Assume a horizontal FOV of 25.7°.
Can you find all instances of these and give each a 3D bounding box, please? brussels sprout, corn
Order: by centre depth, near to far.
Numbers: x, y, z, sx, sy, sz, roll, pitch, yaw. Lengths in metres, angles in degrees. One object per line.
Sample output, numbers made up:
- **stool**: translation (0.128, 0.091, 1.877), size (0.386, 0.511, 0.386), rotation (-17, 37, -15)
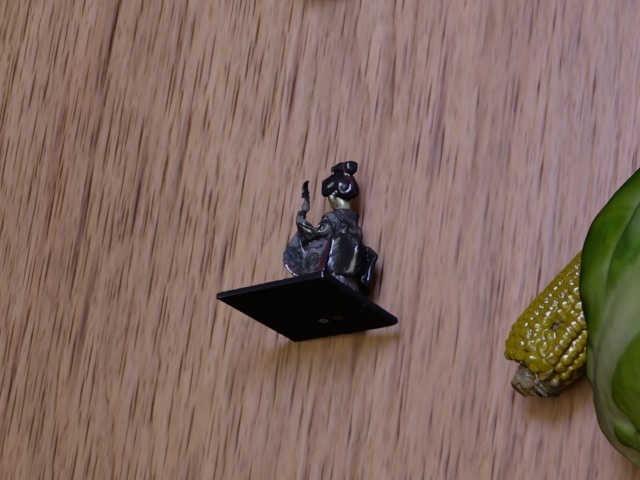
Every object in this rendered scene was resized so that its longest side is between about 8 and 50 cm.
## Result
- **brussels sprout**: translation (0.395, 0.059, 1.344), size (0.276, 0.315, 0.371), rotation (40, 107, 34)
- **corn**: translation (0.293, 0.061, 1.504), size (0.097, 0.097, 0.261), rotation (41, 95, 28)

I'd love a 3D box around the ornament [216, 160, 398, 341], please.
- **ornament**: translation (0.000, 0.000, 1.651), size (0.153, 0.166, 0.196), rotation (-11, 60, 34)
